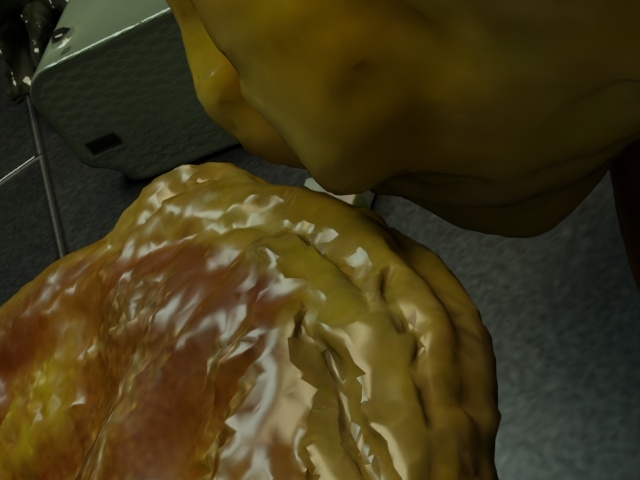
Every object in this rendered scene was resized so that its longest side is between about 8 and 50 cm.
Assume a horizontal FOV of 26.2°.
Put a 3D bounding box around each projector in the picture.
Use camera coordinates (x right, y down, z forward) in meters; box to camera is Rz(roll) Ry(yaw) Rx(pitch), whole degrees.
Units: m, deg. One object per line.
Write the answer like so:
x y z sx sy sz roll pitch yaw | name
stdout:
-0.039 -0.162 0.831 0.250 0.108 0.198 -18 38 26 | projector

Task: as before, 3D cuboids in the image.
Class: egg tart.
-0.062 0.136 0.415 0.352 0.153 0.339 3 57 50 | egg tart

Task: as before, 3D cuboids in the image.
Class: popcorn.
0.093 -0.141 0.404 0.316 0.281 0.297 -49 4 -26 | popcorn

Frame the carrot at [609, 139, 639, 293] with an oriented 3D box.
0.214 -0.051 0.462 0.258 0.100 0.307 -21 37 29 | carrot

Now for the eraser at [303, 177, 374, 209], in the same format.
0.000 0.000 0.670 0.038 0.019 0.083 -12 40 31 | eraser

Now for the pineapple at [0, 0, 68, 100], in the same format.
-0.199 -0.226 1.049 0.169 0.169 0.340 -14 52 32 | pineapple
